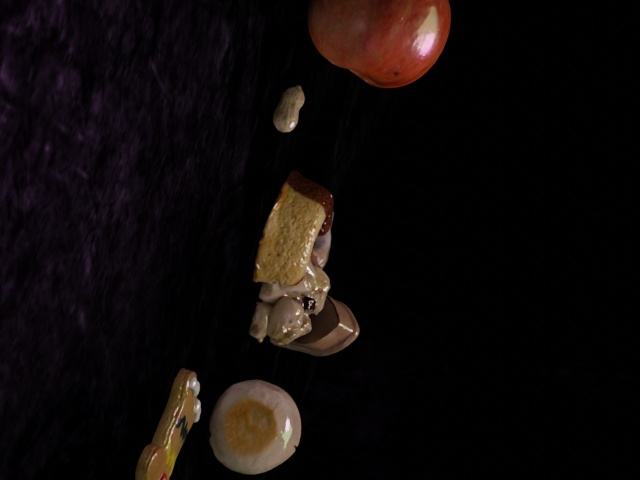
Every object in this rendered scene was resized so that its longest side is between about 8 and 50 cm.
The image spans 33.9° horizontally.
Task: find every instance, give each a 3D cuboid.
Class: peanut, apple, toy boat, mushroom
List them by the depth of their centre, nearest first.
[{"bbox_3d":[0.076,-0.298,1.425,0.209,0.209,0.164,-36,148,-80],"label":"apple"},{"bbox_3d":[-0.042,-0.182,1.436,0.037,0.037,0.083,100,12,-54],"label":"peanut"},{"bbox_3d":[-0.017,0.154,1.990,0.061,0.188,0.116,43,61,-50],"label":"toy boat"},{"bbox_3d":[0.001,-0.003,2.366,0.202,0.054,0.059,-73,-177,-51],"label":"mushroom"}]

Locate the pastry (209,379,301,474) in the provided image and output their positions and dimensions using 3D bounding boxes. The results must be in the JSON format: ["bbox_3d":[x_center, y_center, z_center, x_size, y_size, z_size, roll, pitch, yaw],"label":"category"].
[{"bbox_3d":[-0.110,0.307,1.733,0.092,0.156,0.156,128,-19,-87],"label":"pastry"}]

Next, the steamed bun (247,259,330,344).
[{"bbox_3d":[-0.048,0.101,1.890,0.177,0.106,0.192,50,58,-83],"label":"steamed bun"}]

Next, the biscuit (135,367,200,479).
[{"bbox_3d":[-0.206,0.290,1.355,0.158,0.035,0.240,92,17,-62],"label":"biscuit"}]

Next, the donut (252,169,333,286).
[{"bbox_3d":[-0.036,-0.025,1.726,0.141,0.085,0.217,102,10,-48],"label":"donut"}]
